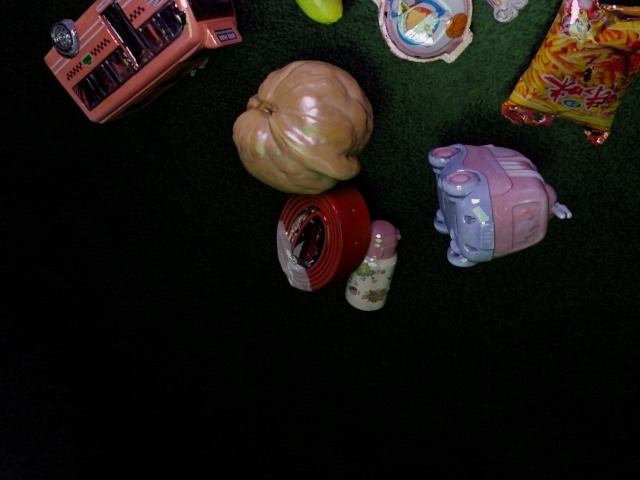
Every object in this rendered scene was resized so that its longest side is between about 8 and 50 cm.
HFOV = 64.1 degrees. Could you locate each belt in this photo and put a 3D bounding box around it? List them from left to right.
[{"bbox_3d":[0.000,0.000,1.306,0.227,0.115,0.323,46,135,27],"label":"belt"}]

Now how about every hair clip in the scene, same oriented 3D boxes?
[{"bbox_3d":[0.356,-0.494,0.934,0.116,0.049,0.172,45,136,3],"label":"hair clip"}]

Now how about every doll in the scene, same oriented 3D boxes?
[{"bbox_3d":[-0.295,-0.431,1.217,0.114,0.039,0.057,-8,97,31],"label":"doll"}]

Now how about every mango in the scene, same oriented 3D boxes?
[{"bbox_3d":[-0.017,-0.540,0.991,0.126,0.111,0.232,-15,116,35],"label":"mango"}]

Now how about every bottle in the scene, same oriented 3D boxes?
[{"bbox_3d":[0.140,0.061,1.354,0.121,0.120,0.253,15,126,10],"label":"bottle"}]

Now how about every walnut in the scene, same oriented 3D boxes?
[{"bbox_3d":[-0.026,-0.237,1.111,0.285,0.285,0.296,35,108,-6],"label":"walnut"}]

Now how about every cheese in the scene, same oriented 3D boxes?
[{"bbox_3d":[0.175,-0.466,0.997,0.286,0.074,0.189,41,126,-9],"label":"cheese"}]

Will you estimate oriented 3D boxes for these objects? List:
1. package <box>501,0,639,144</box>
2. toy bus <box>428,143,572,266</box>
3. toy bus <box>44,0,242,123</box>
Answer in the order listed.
[{"bbox_3d":[0.503,-0.329,0.957,0.224,0.108,0.288,19,136,0],"label":"package"},{"bbox_3d":[0.363,-0.090,1.080,0.232,0.294,0.197,-10,120,5],"label":"toy bus"},{"bbox_3d":[-0.386,-0.442,1.119,0.427,0.203,0.232,-22,106,32],"label":"toy bus"}]
